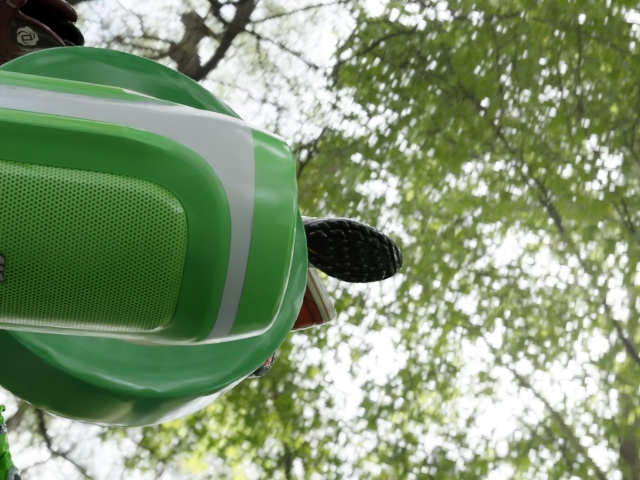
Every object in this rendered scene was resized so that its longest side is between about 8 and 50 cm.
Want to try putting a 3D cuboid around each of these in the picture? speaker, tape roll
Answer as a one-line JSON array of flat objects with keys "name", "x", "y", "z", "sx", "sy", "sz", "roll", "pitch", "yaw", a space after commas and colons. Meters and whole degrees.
[{"name": "speaker", "x": -0.168, "y": -0.018, "z": 0.537, "sx": 0.297, "sy": 0.131, "sz": 0.131, "roll": 6, "pitch": -47, "yaw": -15}, {"name": "tape roll", "x": -0.165, "y": -0.008, "z": 0.886, "sx": 0.321, "sy": 0.321, "sz": 0.077, "roll": 38, "pitch": -44, "yaw": -10}]

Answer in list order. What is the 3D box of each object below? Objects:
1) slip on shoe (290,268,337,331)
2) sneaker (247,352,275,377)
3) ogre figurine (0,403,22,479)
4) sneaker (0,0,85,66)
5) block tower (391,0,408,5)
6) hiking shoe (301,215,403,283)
[{"name": "slip on shoe", "x": -0.086, "y": -0.003, "z": 1.609, "sx": 0.101, "sy": 0.123, "sz": 0.331, "roll": -27, "pitch": -73, "yaw": -1}, {"name": "sneaker", "x": -0.144, "y": 0.060, "z": 1.268, "sx": 0.125, "sy": 0.261, "sz": 0.104, "roll": -30, "pitch": -22, "yaw": 4}, {"name": "ogre figurine", "x": -0.486, "y": 0.325, "z": 1.475, "sx": 0.118, "sy": 0.197, "sz": 0.097, "roll": 51, "pitch": -6, "yaw": 17}, {"name": "sneaker", "x": -0.377, "y": -0.232, "z": 1.400, "sx": 0.163, "sy": 0.106, "sz": 0.281, "roll": 4, "pitch": -30, "yaw": 10}, {"name": "block tower", "x": 0.127, "y": -0.367, "z": 0.910, "sx": 0.091, "sy": 0.097, "sz": 0.335, "roll": 26, "pitch": -89, "yaw": 12}, {"name": "hiking shoe", "x": 0.000, "y": 0.000, "z": 1.435, "sx": 0.227, "sy": 0.114, "sz": 0.086, "roll": 12, "pitch": -81, "yaw": 2}]
